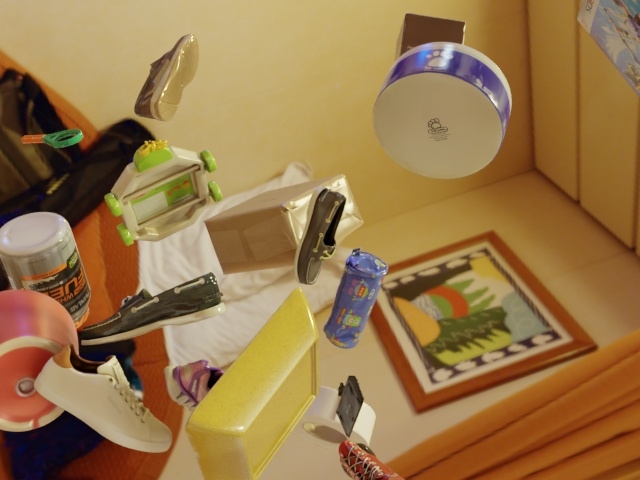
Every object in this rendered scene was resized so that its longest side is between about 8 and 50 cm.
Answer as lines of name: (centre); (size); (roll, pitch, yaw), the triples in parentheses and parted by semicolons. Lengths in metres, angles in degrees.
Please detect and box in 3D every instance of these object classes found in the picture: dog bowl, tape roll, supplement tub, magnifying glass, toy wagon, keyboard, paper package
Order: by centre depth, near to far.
dog bowl: (0.241, -0.254, 1.306); (0.265, 0.264, 0.104); (76, 28, -45)
toy wagon: (-0.375, -0.129, 1.544); (0.068, 0.267, 0.344); (51, -22, 28)
keyboard: (0.071, 0.400, 1.614); (0.180, 0.023, 0.108); (104, -32, -45)
supplement tub: (-0.747, 0.097, 1.784); (0.194, 0.193, 0.316); (-114, -163, -49)
paper package: (-0.100, -0.045, 1.798); (0.324, 0.309, 0.168); (-10, -75, 40)
magnifying glass: (-0.828, -0.312, 2.004); (0.092, 0.230, 0.026); (-57, 143, -47)
tape roll: (0.026, 0.558, 2.032); (0.286, 0.286, 0.100); (78, 27, -52)

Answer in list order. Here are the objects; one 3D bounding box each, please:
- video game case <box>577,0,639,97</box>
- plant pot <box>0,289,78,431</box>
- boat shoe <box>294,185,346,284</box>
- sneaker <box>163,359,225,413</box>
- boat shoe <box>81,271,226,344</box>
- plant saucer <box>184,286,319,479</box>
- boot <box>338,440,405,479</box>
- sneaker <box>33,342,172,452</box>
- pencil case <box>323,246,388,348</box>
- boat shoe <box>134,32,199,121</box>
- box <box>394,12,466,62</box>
video game case: (0.508, -0.309, 0.996); (0.270, 0.061, 0.244); (59, 9, 14)
plant pot: (-0.629, 0.261, 1.361); (0.243, 0.274, 0.275); (18, -50, 57)
boat shoe: (0.000, 0.000, 1.408); (0.081, 0.068, 0.228); (-23, 129, -58)
sneaker: (-0.233, 0.327, 1.390); (0.236, 0.104, 0.095); (60, 3, -46)
boat shoe: (-0.342, 0.140, 1.315); (0.114, 0.302, 0.091); (86, -11, -89)
plant saucer: (-0.097, 0.306, 1.237); (0.080, 0.333, 0.333); (26, -35, 20)
boot: (0.081, 0.406, 1.105); (0.176, 0.088, 0.244); (37, -7, 26)
sneaker: (-0.397, 0.304, 1.265); (0.290, 0.123, 0.106); (34, 1, -13)
pencil case: (0.097, 0.177, 1.946); (0.119, 0.133, 0.306); (-112, -146, -55)
boat shoe: (-0.374, -0.405, 1.592); (0.103, 0.092, 0.285); (78, 22, -55)
box: (0.289, -0.479, 1.783); (0.168, 0.166, 0.203); (99, -1, -80)
